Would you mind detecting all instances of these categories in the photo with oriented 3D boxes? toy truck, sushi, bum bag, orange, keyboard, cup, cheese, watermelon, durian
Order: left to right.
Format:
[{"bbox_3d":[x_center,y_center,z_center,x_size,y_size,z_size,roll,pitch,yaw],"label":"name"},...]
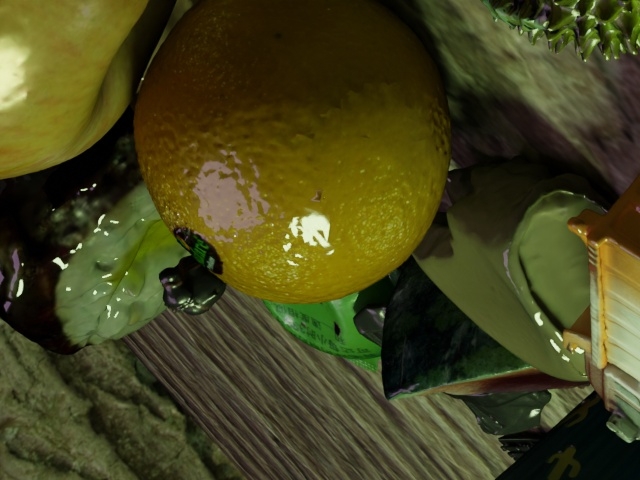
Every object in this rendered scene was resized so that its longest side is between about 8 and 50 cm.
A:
[{"bbox_3d":[-0.242,-0.071,1.845,0.294,0.299,0.281,43,151,20],"label":"sushi"},{"bbox_3d":[-0.017,-0.069,1.345,0.236,0.236,0.236,42,167,13],"label":"orange"},{"bbox_3d":[0.000,0.000,1.772,0.204,0.083,0.320,24,144,32],"label":"cheese"},{"bbox_3d":[0.120,0.104,1.738,0.197,0.049,0.087,36,145,-18],"label":"bum bag"},{"bbox_3d":[0.142,0.016,1.380,0.175,0.091,0.202,54,164,-28],"label":"cheese"},{"bbox_3d":[0.163,0.056,1.548,0.207,0.136,0.202,1,-179,34],"label":"watermelon"},{"bbox_3d":[0.223,0.213,1.889,0.074,0.015,0.196,46,167,-6],"label":"keyboard"},{"bbox_3d":[0.120,-0.138,0.981,0.220,0.095,0.137,38,166,53],"label":"durian"},{"bbox_3d":[0.228,0.194,1.514,0.131,0.155,0.176,53,163,-30],"label":"cup"},{"bbox_3d":[0.217,0.041,1.176,0.135,0.114,0.270,36,164,23],"label":"toy truck"}]

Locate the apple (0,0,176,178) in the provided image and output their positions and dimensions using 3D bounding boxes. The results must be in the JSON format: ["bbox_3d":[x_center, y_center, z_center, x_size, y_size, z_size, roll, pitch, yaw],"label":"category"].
[{"bbox_3d":[-0.254,-0.216,1.291,0.346,0.391,0.391,34,167,0],"label":"apple"}]

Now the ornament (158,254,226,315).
[{"bbox_3d":[-0.048,0.012,1.607,0.153,0.196,0.166,48,141,-3],"label":"ornament"}]

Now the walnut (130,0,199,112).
[{"bbox_3d":[-0.161,-0.186,1.599,0.204,0.141,0.238,40,172,-40],"label":"walnut"}]
